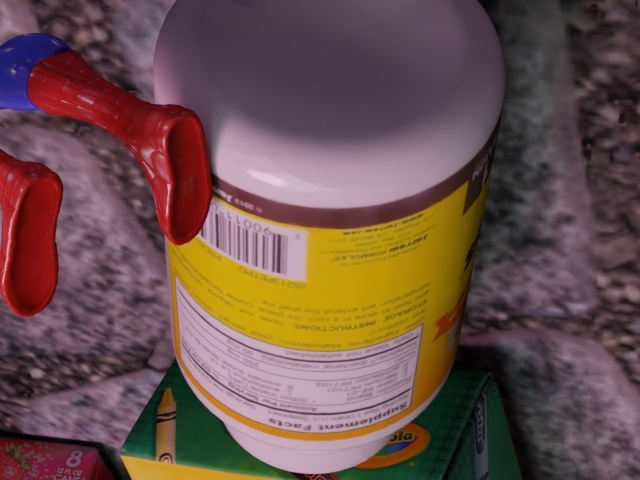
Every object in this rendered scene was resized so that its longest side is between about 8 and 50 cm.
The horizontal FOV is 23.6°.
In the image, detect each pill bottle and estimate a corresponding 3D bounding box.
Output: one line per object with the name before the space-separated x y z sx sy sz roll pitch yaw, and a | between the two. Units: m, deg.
pill bottle | 0.000 0.000 0.575 0.117 0.117 0.215 13 143 7

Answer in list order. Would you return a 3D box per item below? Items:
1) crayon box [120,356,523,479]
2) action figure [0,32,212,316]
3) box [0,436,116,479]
crayon box | 0.027 0.182 0.781 0.165 0.081 0.278 4 132 27
action figure | -0.163 -0.034 0.546 0.280 0.091 0.139 33 131 34
box | -0.244 0.192 0.916 0.257 0.122 0.128 3 141 18
